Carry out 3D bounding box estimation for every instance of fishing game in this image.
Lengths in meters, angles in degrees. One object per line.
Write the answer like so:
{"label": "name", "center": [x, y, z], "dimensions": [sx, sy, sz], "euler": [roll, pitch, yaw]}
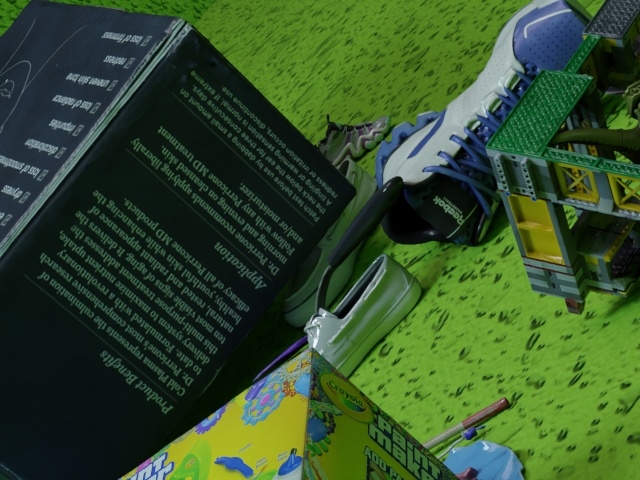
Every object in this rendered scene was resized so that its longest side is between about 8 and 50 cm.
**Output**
{"label": "fishing game", "center": [0.075, 0.219, 1.447], "dimensions": [0.189, 0.041, 0.264], "euler": [-33, 19, 24]}

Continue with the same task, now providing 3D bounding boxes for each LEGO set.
{"label": "LEGO set", "center": [0.293, -0.066, 1.494], "dimensions": [0.255, 0.192, 0.331], "euler": [6, 48, 30]}

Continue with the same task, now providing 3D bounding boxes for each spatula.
{"label": "spatula", "center": [0.010, 0.043, 1.873], "dimensions": [0.084, 0.030, 0.296], "euler": [-31, -25, -51]}

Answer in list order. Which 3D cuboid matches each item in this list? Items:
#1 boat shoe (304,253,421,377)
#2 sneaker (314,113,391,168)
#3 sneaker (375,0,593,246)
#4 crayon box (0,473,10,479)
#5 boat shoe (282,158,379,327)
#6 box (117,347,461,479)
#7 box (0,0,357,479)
{"label": "boat shoe", "center": [0.019, 0.090, 1.844], "dimensions": [0.184, 0.063, 0.066], "euler": [-44, 17, -1]}
{"label": "sneaker", "center": [0.035, -0.138, 2.351], "dimensions": [0.098, 0.069, 0.038], "euler": [-41, 17, 8]}
{"label": "sneaker", "center": [0.168, -0.089, 1.863], "dimensions": [0.315, 0.127, 0.182], "euler": [-42, 19, 31]}
{"label": "crayon box", "center": [-0.279, 0.177, 2.297], "dimensions": [0.318, 0.081, 0.202], "euler": [-44, 17, 2]}
{"label": "boat shoe", "center": [0.000, 0.000, 2.086], "dimensions": [0.083, 0.076, 0.226], "euler": [-28, 22, 42]}
{"label": "box", "center": [-0.062, 0.280, 1.315], "dimensions": [0.290, 0.177, 0.279], "euler": [-35, 27, 25]}
{"label": "box", "center": [-0.292, 0.006, 2.099], "dimensions": [0.472, 0.297, 0.480], "euler": [-51, 27, -11]}
